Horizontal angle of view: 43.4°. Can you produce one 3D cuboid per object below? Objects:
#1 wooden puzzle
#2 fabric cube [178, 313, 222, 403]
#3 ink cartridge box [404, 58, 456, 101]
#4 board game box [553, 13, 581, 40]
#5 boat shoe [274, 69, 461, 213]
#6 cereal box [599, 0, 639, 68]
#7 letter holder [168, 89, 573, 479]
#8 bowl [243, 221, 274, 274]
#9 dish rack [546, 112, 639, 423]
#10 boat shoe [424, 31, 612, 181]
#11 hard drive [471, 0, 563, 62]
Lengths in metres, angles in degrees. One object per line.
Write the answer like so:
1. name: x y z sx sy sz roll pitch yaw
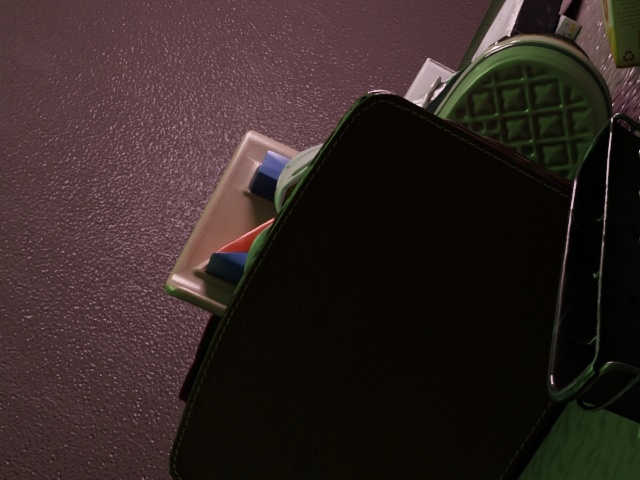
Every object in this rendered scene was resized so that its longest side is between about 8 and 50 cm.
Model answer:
1. wooden puzzle: 0.000 0.000 1.098 0.080 0.322 0.347 118 175 -46
2. fabric cube: -0.021 0.141 1.201 0.258 0.254 0.259 -60 -1 -42
3. ink cartridge box: 0.172 -0.136 1.559 0.279 0.161 0.384 -62 1 -14
4. board game box: 0.331 -0.279 1.178 0.103 0.026 0.154 -61 1 20
5. boat shoe: 0.108 -0.106 0.954 0.367 0.135 0.156 -19 14 11
6. cereal box: 0.254 -0.286 0.679 0.173 0.047 0.240 -63 -37 -57
7. letter holder: 0.049 0.063 0.574 0.301 0.215 0.152 -62 1 13
8. bowl: 0.003 0.035 0.654 0.142 0.053 0.141 -27 -40 -37
9. dish rack: 0.200 -0.059 0.318 0.271 0.074 0.208 -61 2 40
10. boat shoe: 0.111 -0.010 0.835 0.500 0.187 0.156 -55 0 38
11. hard drive: 0.283 -0.285 1.234 0.338 0.064 0.237 -63 1 -40
